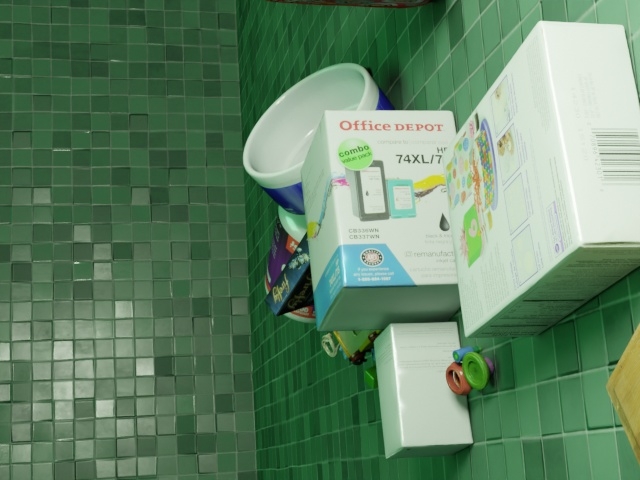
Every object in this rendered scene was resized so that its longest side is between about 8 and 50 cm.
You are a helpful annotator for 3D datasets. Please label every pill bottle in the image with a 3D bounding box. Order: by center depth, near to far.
[{"bbox_3d":[0.000,0.000,2.034,0.323,0.182,0.181,103,162,-48],"label":"pill bottle"}]

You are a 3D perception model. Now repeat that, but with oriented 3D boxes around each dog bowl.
[{"bbox_3d":[0.001,-0.173,1.840,0.104,0.265,0.265,48,-168,-31],"label":"dog bowl"}]

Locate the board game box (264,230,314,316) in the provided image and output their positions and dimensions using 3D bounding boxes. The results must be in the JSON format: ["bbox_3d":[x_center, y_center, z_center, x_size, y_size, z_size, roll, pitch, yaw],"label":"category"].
[{"bbox_3d":[0.021,0.022,1.841,0.042,0.165,0.243,52,133,23],"label":"board game box"}]

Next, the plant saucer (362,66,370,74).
[{"bbox_3d":[0.083,-0.284,2.032,0.083,0.013,0.083,180,90,-78],"label":"plant saucer"}]

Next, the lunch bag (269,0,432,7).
[{"bbox_3d":[0.031,-0.408,1.592,0.258,0.293,0.120,-72,-16,-81],"label":"lunch bag"}]

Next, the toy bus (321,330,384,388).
[{"bbox_3d":[0.088,0.128,1.806,0.202,0.104,0.190,32,136,52],"label":"toy bus"}]

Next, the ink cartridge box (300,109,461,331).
[{"bbox_3d":[0.093,-0.027,1.569,0.197,0.198,0.270,115,151,-64],"label":"ink cartridge box"}]

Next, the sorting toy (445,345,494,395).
[{"bbox_3d":[0.207,0.172,1.451,0.102,0.042,0.061,-39,68,60],"label":"sorting toy"}]

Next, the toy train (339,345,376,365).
[{"bbox_3d":[0.075,0.138,1.949,0.105,0.080,0.184,-97,12,-53],"label":"toy train"}]

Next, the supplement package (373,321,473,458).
[{"bbox_3d":[0.145,0.217,1.561,0.105,0.105,0.179,120,147,-66],"label":"supplement package"}]

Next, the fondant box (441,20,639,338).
[{"bbox_3d":[0.234,-0.050,1.166,0.330,0.096,0.238,122,145,-67],"label":"fondant box"}]

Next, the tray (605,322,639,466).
[{"bbox_3d":[0.333,0.058,0.773,0.410,0.076,0.202,100,164,-44],"label":"tray"}]
